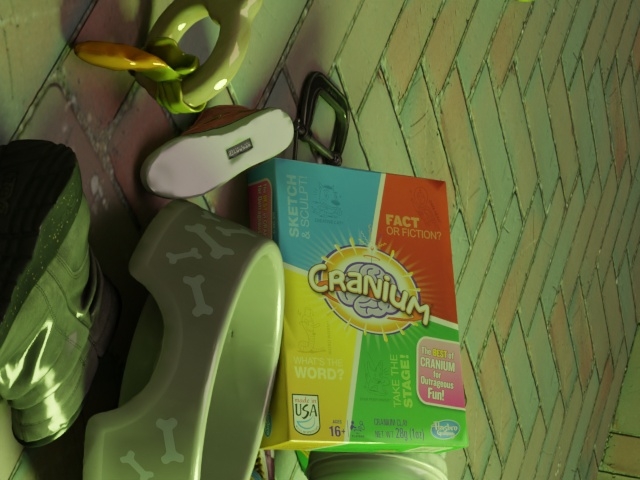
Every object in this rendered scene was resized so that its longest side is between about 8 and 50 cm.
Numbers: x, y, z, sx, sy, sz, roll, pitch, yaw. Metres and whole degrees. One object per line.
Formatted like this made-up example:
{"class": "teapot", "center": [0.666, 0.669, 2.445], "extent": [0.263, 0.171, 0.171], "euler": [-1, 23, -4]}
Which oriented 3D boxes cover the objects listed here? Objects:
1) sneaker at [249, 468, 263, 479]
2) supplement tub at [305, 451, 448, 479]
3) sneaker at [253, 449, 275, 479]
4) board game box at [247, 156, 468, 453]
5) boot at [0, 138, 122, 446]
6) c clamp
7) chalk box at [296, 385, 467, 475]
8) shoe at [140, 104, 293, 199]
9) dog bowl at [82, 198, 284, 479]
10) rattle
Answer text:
{"class": "sneaker", "center": [-0.097, 0.352, 1.687], "extent": [0.131, 0.111, 0.296], "euler": [-61, 159, -57]}
{"class": "supplement tub", "center": [0.056, 0.383, 1.738], "extent": [0.191, 0.191, 0.272], "euler": [60, 32, -55]}
{"class": "sneaker", "center": [-0.071, 0.230, 1.732], "extent": [0.084, 0.069, 0.186], "euler": [-32, 127, -55]}
{"class": "board game box", "center": [0.041, 0.077, 1.696], "extent": [0.242, 0.064, 0.317], "euler": [6, 72, -32]}
{"class": "boot", "center": [-0.257, 0.103, 1.212], "extent": [0.338, 0.118, 0.223], "euler": [-58, 153, -36]}
{"class": "c clamp", "center": [-0.001, -0.134, 1.854], "extent": [0.160, 0.022, 0.137], "euler": [24, 70, -65]}
{"class": "chalk box", "center": [0.057, 0.156, 1.878], "extent": [0.289, 0.179, 0.180], "euler": [75, 33, -41]}
{"class": "shoe", "center": [-0.119, -0.092, 1.536], "extent": [0.178, 0.081, 0.063], "euler": [-26, 112, -29]}
{"class": "dog bowl", "center": [-0.121, 0.139, 1.461], "extent": [0.349, 0.102, 0.349], "euler": [11, 90, -81]}
{"class": "rattle", "center": [-0.124, -0.229, 1.393], "extent": [0.142, 0.130, 0.200], "euler": [32, 99, -29]}
